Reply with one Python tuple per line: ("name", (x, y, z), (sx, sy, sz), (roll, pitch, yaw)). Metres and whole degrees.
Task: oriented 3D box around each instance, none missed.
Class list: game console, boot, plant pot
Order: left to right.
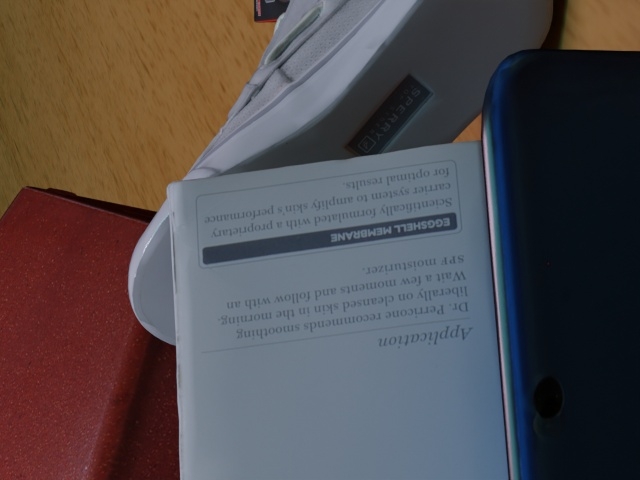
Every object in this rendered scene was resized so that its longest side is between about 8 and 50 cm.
("plant pot", (-0.082, 0.106, 1.066), (0.267, 0.267, 0.235), (15, 93, 52))
("boot", (0.000, -0.063, 0.934), (0.095, 0.258, 0.123), (44, -172, -27))
("game console", (0.099, 0.081, 0.701), (0.250, 0.173, 0.293), (178, 87, -71))

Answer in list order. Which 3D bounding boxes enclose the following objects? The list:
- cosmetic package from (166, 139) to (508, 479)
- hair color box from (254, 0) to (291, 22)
("cosmetic package", (0.032, 0.111, 0.793), (0.224, 0.138, 0.224), (61, -156, -64))
("hair color box", (-0.002, -0.169, 1.131), (0.141, 0.043, 0.072), (-169, 75, -70))
